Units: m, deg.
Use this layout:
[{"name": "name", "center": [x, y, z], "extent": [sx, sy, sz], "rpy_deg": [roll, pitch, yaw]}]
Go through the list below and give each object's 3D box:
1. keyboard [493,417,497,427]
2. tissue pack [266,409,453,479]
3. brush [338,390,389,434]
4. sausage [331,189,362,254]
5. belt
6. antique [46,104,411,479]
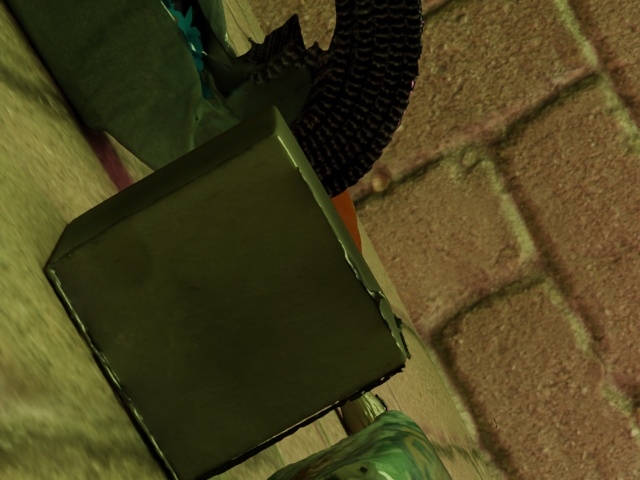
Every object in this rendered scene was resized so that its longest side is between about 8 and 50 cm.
[{"name": "keyboard", "center": [0.127, 0.217, 0.989], "extent": [0.381, 0.041, 0.103], "rpy_deg": [63, 2, -50]}, {"name": "tissue pack", "center": [0.070, 0.263, 1.039], "extent": [0.310, 0.128, 0.228], "rpy_deg": [61, 5, 1]}, {"name": "brush", "center": [-0.015, 0.063, 1.726], "extent": [0.042, 0.039, 0.299], "rpy_deg": [-25, -86, 52]}, {"name": "sausage", "center": [0.000, 0.000, 1.966], "extent": [0.089, 0.089, 0.179], "rpy_deg": [54, 19, -58]}, {"name": "belt", "center": [-0.067, -0.175, 1.228], "extent": [0.324, 0.260, 0.122], "rpy_deg": [61, 11, -22]}, {"name": "antique", "center": [-0.048, 0.027, 1.006], "extent": [0.152, 0.147, 0.148], "rpy_deg": [60, 3, -13]}]
